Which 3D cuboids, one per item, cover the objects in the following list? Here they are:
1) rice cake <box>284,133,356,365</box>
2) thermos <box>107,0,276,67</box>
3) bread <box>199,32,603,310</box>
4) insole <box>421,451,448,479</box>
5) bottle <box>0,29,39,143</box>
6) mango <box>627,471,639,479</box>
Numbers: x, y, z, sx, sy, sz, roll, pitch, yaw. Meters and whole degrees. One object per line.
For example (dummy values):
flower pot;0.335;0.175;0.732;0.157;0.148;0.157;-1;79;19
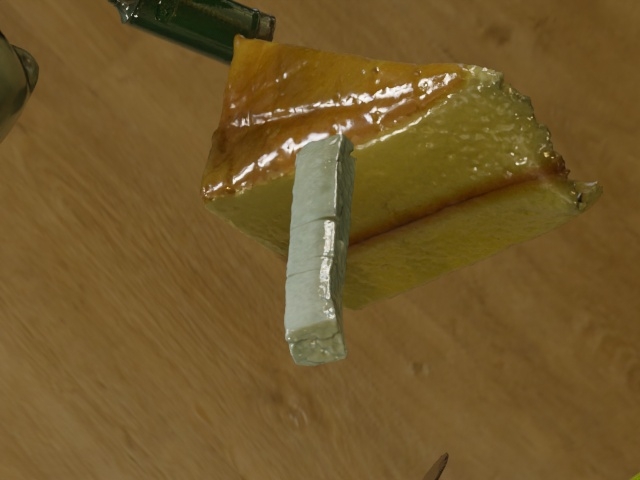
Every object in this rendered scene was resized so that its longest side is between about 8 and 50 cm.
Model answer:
rice cake;0.000;0.000;1.054;0.045;0.042;0.245;-12;36;13
thermos;-0.146;-0.245;1.504;0.188;0.073;0.083;20;32;-23
bread;0.095;-0.107;1.345;0.362;0.233;0.245;-20;45;39
insole;0.034;0.340;1.337;0.007;0.111;0.327;33;79;2
bottle;-0.293;-0.168;0.789;0.168;0.168;0.347;-33;86;-7
mango;0.214;0.236;0.843;0.175;0.143;0.293;42;102;29
